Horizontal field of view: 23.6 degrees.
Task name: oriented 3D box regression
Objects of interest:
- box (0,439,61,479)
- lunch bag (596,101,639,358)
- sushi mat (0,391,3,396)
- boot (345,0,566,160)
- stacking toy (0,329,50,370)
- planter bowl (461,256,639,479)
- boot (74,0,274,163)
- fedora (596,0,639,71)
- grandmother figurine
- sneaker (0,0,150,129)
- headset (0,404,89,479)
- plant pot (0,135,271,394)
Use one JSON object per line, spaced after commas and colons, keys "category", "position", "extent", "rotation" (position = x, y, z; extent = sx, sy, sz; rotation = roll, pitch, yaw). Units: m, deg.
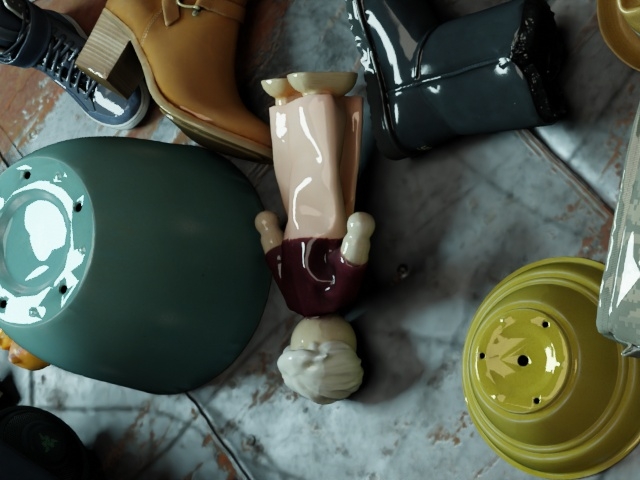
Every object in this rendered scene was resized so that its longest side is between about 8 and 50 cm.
{"category": "box", "position": [-0.468, 0.429, 1.622], "extent": [0.480, 0.297, 0.472], "rotation": [26, 126, 34]}
{"category": "lunch bag", "position": [0.383, -0.013, 1.310], "extent": [0.235, 0.169, 0.287], "rotation": [15, 86, 39]}
{"category": "sushi mat", "position": [-0.534, 0.261, 1.911], "extent": [0.151, 0.019, 0.316], "rotation": [35, 109, -4]}
{"category": "boot", "position": [0.139, -0.215, 1.554], "extent": [0.207, 0.094, 0.247], "rotation": [-15, 81, 35]}
{"category": "stacking toy", "position": [-0.439, 0.064, 1.881], "extent": [0.302, 0.175, 0.166], "rotation": [37, 123, 16]}
{"category": "planter bowl", "position": [0.209, 0.117, 1.456], "extent": [0.217, 0.090, 0.217], "rotation": [-7, 78, 33]}
{"category": "boot", "position": [-0.118, -0.228, 1.740], "extent": [0.283, 0.109, 0.220], "rotation": [31, 84, 26]}
{"category": "fedora", "position": [0.336, -0.249, 1.438], "extent": [0.194, 0.079, 0.194], "rotation": [-6, 79, 34]}
{"category": "grandmother figurine", "position": [0.000, 0.000, 1.596], "extent": [0.208, 0.104, 0.342], "rotation": [179, 89, -70]}
{"category": "sneaker", "position": [-0.317, -0.215, 1.823], "extent": [0.226, 0.163, 0.086], "rotation": [40, 103, 30]}
{"category": "headset", "position": [-0.401, 0.273, 1.772], "extent": [0.243, 0.185, 0.394], "rotation": [-19, 85, 37]}
{"category": "plant pot", "position": [-0.240, 0.017, 1.686], "extent": [0.293, 0.235, 0.293], "rotation": [-7, 78, 34]}
